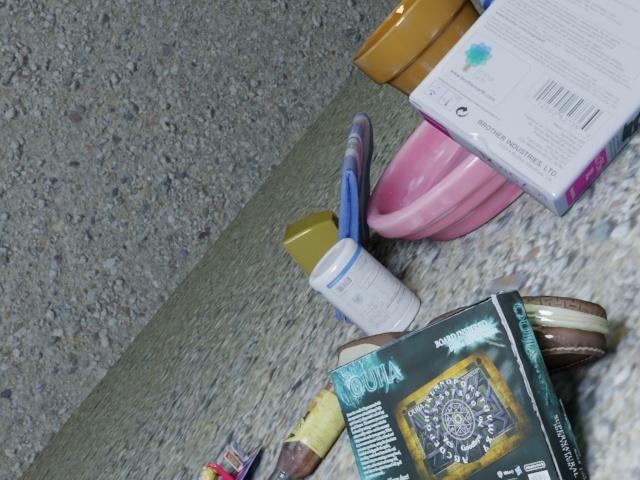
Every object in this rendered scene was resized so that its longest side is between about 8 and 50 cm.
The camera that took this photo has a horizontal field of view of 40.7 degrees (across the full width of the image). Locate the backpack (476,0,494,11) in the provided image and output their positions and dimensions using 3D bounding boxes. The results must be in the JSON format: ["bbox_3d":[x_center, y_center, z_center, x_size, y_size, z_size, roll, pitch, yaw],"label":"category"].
[{"bbox_3d":[0.338,-0.413,1.090,0.290,0.273,0.355,-33,-19,-53],"label":"backpack"}]

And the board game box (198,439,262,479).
[{"bbox_3d":[-0.134,0.286,0.970,0.133,0.033,0.168,-45,2,22],"label":"board game box"}]

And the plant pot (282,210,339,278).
[{"bbox_3d":[0.000,0.000,1.378,0.083,0.081,0.081,-32,16,16],"label":"plant pot"}]

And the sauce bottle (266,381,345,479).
[{"bbox_3d":[-0.013,0.200,0.849,0.128,0.042,0.042,-51,12,-20],"label":"sauce bottle"}]

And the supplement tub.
[{"bbox_3d":[0.047,0.055,0.938,0.071,0.107,0.071,-46,12,13],"label":"supplement tub"}]

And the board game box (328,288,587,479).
[{"bbox_3d":[0.082,0.122,0.585,0.026,0.126,0.186,-5,-18,-37],"label":"board game box"}]

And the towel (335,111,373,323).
[{"bbox_3d":[0.047,-0.040,1.144,0.285,0.034,0.209,-76,-12,-68],"label":"towel"}]

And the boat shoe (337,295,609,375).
[{"bbox_3d":[0.108,0.109,0.644,0.257,0.095,0.095,-28,58,55],"label":"boat shoe"}]

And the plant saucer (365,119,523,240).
[{"bbox_3d":[0.194,-0.118,1.027,0.332,0.084,0.332,-46,11,12],"label":"plant saucer"}]

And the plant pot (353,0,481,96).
[{"bbox_3d":[0.187,-0.289,1.342,0.205,0.188,0.205,-46,11,12],"label":"plant pot"}]

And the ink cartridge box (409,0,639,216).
[{"bbox_3d":[0.257,-0.195,0.824,0.311,0.186,0.065,-50,-29,3],"label":"ink cartridge box"}]
